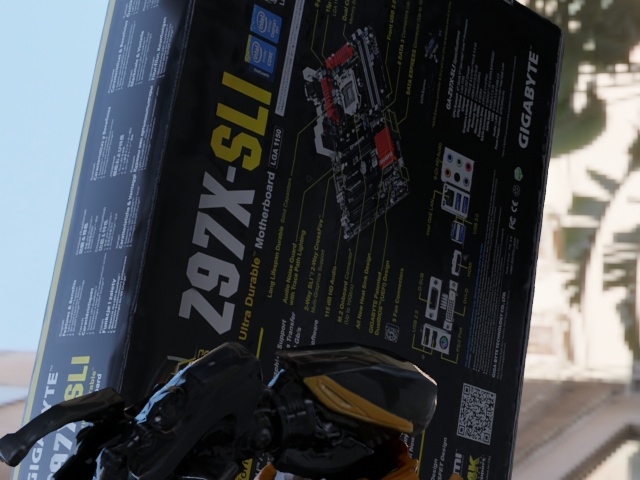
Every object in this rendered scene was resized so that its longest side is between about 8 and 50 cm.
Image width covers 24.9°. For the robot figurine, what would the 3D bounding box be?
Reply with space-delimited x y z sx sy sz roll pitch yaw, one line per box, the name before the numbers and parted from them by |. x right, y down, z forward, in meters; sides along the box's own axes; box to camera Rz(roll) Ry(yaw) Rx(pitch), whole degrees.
robot figurine | -0.062 0.149 0.385 0.291 0.085 0.211 -24 -53 -27

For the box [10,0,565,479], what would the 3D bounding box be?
box | 0.000 0.000 0.710 0.257 0.079 0.322 20 -108 -39
